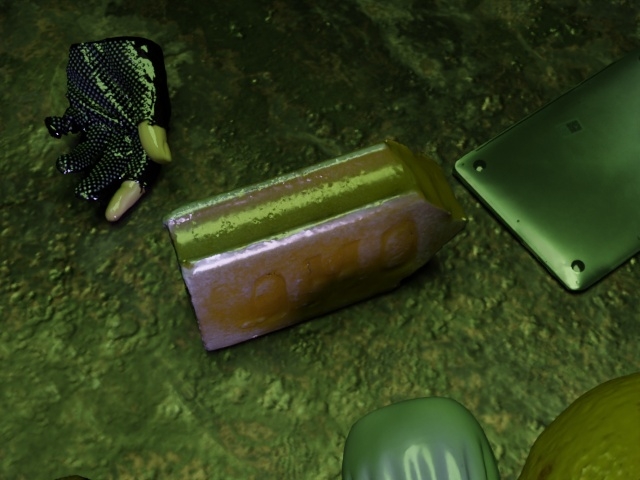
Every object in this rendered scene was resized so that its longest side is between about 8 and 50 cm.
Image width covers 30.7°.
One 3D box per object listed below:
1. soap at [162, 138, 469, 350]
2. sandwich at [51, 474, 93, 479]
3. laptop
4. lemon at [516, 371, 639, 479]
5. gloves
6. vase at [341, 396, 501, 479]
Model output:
[{"bbox_3d":[0.000,0.000,1.044,0.257,0.160,0.080,-18,61,-7],"label":"soap"},{"bbox_3d":[-0.133,0.276,0.908,0.235,0.128,0.122,30,54,-30],"label":"sandwich"},{"bbox_3d":[0.291,-0.080,1.163,0.269,0.015,0.188,-32,62,-16],"label":"laptop"},{"bbox_3d":[0.265,0.223,0.835,0.257,0.258,0.310,-19,30,-9],"label":"lemon"},{"bbox_3d":[-0.204,-0.107,1.174,0.129,0.106,0.181,1,87,5],"label":"gloves"},{"bbox_3d":[0.093,0.254,0.910,0.128,0.128,0.248,-10,67,-3],"label":"vase"}]
